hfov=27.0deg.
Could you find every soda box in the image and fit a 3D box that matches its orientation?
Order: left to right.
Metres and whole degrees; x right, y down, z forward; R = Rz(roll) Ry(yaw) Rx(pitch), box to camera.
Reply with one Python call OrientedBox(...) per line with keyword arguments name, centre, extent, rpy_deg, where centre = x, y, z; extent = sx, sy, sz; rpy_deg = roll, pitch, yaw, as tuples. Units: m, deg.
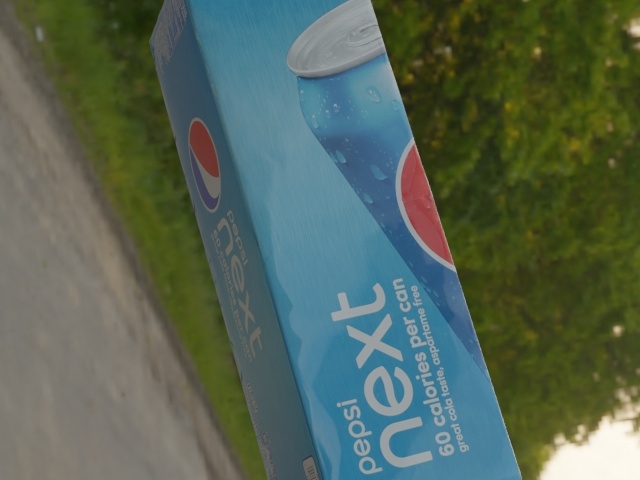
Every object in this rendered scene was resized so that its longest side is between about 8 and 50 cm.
OrientedBox(name="soda box", centre=(0.000, 0.000, 0.489), extent=(0.067, 0.071, 0.210), rpy_deg=(134, -58, -65))
